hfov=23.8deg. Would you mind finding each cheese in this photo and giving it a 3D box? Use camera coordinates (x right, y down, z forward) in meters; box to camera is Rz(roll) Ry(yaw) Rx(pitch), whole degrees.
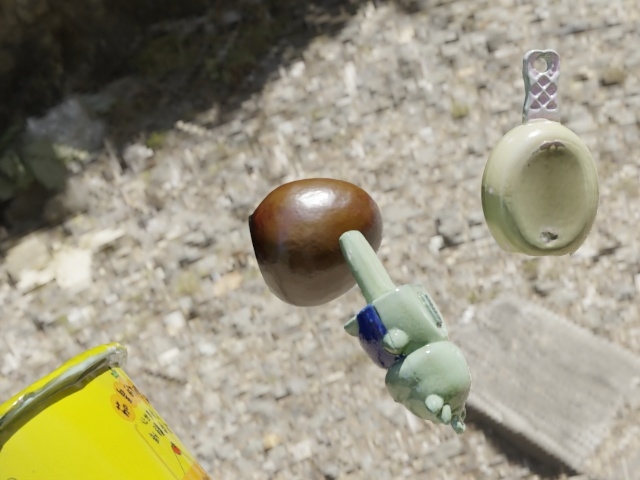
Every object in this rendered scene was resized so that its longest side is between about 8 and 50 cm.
[{"bbox_3d":[0.242,-0.095,1.669,0.137,0.227,0.064,-3,7,-22],"label":"cheese"}]

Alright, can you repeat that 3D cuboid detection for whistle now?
[{"bbox_3d":[0.085,0.099,1.603,0.092,0.110,0.244,-35,78,18],"label":"whistle"}]

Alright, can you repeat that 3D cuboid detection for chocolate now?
[{"bbox_3d":[0.000,0.000,1.906,0.176,0.177,0.177,-11,40,10],"label":"chocolate"}]

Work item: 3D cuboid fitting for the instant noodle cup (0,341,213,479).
[{"bbox_3d":[-0.149,0.261,0.921,0.254,0.325,0.325,44,63,7],"label":"instant noodle cup"}]
